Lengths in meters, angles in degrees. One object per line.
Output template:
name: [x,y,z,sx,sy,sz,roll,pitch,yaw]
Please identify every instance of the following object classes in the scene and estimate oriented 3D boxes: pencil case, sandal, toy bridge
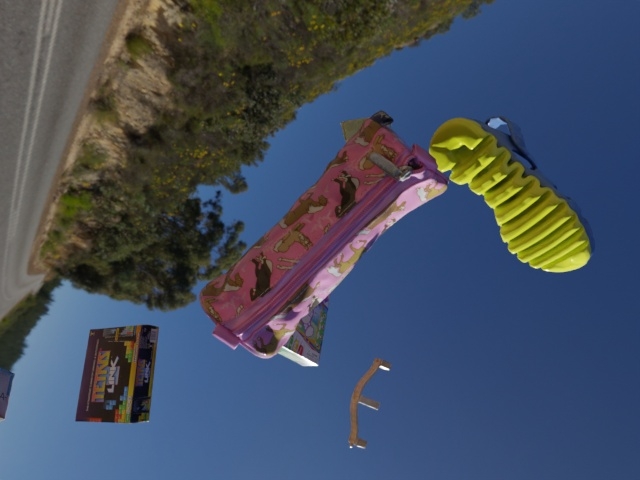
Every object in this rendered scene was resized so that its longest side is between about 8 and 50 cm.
pencil case: [0.000,0.000,0.595,0.386,0.167,0.160,-45,-123,6]
sandal: [0.326,-0.089,0.651,0.138,0.317,0.126,-41,-177,-37]
toy bridge: [0.096,0.343,0.855,0.026,0.063,0.188,-8,-125,56]

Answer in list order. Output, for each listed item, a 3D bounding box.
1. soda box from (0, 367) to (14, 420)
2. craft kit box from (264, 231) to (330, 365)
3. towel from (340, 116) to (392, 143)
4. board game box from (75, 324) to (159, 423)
soda box: [-0.456,0.204,0.454,0.183,0.058,0.063,-24,-132,-1]
craft kit box: [-0.067,0.143,0.957,0.061,0.250,0.247,-11,-125,30]
towel: [0.135,-0.293,1.107,0.027,0.148,0.110,119,-43,-70]
board game box: [-0.382,0.250,0.756,0.141,0.048,0.170,-9,-111,21]
